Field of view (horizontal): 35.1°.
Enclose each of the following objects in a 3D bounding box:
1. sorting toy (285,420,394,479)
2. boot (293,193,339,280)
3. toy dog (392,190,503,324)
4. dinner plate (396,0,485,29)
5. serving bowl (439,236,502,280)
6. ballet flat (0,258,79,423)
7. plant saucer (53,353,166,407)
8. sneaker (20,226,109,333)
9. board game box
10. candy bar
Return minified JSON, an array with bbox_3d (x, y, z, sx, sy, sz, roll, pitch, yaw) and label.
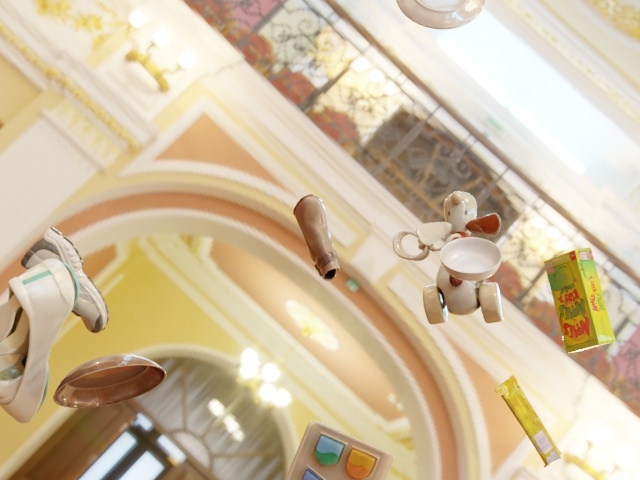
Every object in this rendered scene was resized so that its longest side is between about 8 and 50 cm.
[{"bbox_3d":[0.037,0.528,2.270,0.208,0.193,0.038,22,6,4],"label":"sorting toy"},{"bbox_3d":[0.000,0.000,1.294,0.118,0.042,0.087,74,-6,-70],"label":"boot"},{"bbox_3d":[0.279,0.023,2.100,0.161,0.220,0.333,66,1,-52],"label":"toy dog"},{"bbox_3d":[0.189,-0.389,1.591,0.141,0.141,0.017,38,-25,18],"label":"dinner plate"},{"bbox_3d":[0.202,0.030,1.366,0.083,0.083,0.027,29,-43,39],"label":"serving bowl"},{"bbox_3d":[-0.539,0.189,1.778,0.139,0.139,0.400,39,-53,13],"label":"ballet flat"},{"bbox_3d":[-0.374,0.244,1.788,0.198,0.199,0.036,89,-15,-66],"label":"plant saucer"},{"bbox_3d":[-0.509,0.094,2.013,0.100,0.108,0.271,32,-27,40],"label":"sneaker"},{"bbox_3d":[0.485,0.113,1.901,0.092,0.043,0.181,-30,-111,58],"label":"board game box"},{"bbox_3d":[0.332,0.289,1.603,0.161,0.040,0.018,57,-13,-9],"label":"candy bar"}]
